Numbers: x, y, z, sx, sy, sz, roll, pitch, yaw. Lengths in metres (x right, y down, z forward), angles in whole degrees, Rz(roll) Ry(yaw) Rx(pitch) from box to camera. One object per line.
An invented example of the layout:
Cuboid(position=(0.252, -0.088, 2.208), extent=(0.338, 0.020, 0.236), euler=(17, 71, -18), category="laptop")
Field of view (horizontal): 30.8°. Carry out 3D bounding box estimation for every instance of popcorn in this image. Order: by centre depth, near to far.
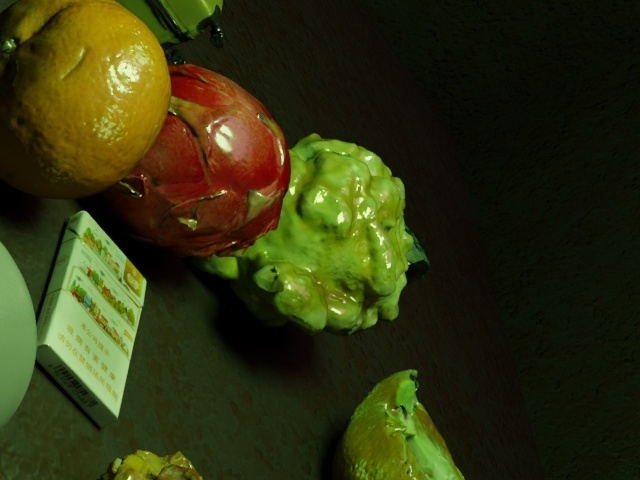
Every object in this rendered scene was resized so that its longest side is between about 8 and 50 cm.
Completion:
Cuboid(position=(-0.002, -0.003, 1.596), extent=(0.274, 0.279, 0.335), euler=(27, -10, 15), category="popcorn")

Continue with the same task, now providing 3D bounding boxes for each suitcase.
Cuboid(position=(-0.239, -0.386, 1.664), extent=(0.235, 0.143, 0.194), euler=(53, 22, -34), category="suitcase")

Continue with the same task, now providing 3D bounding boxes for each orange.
Cuboid(position=(-0.259, -0.152, 1.173), extent=(0.170, 0.224, 0.224), euler=(34, 35, -49), category="orange")
Cuboid(position=(0.120, 0.339, 1.625), extent=(0.334, 0.196, 0.262), euler=(-76, 152, -57), category="orange")

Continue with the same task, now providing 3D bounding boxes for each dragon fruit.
Cuboid(position=(-0.154, -0.091, 1.383), extent=(0.252, 0.241, 0.241), euler=(50, 19, -4), category="dragon fruit")

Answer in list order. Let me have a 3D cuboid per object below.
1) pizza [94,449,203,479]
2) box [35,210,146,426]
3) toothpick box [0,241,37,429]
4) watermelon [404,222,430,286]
Cuboid(position=(-0.096, 0.305, 1.053), extent=(0.278, 0.114, 0.409), euler=(45, -7, 31), category="pizza")
Cuboid(position=(-0.239, 0.078, 1.219), extent=(0.122, 0.032, 0.220), euler=(53, 21, -31), category="box")
Cuboid(position=(-0.314, 0.091, 0.738), extent=(0.229, 0.229, 0.316), euler=(62, 16, -6), category="toothpick box")
Cuboid(position=(0.071, 0.015, 2.020), extent=(0.256, 0.176, 0.260), euler=(29, 7, 22), category="watermelon")
